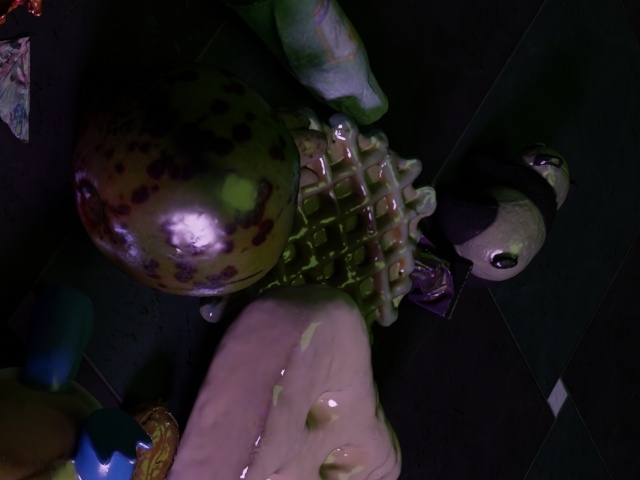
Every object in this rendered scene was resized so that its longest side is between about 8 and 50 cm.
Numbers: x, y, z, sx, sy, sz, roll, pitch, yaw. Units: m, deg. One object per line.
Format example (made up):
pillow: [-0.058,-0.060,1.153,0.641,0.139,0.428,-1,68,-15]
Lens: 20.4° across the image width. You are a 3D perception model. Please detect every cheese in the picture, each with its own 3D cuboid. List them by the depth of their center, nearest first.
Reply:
cheese: [-0.006,0.188,2.031,0.351,0.129,0.328,-5,122,-48]

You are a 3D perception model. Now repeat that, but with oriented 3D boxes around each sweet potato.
sweet potato: [-0.212,0.277,1.909,0.081,0.062,0.233,30,78,-36]

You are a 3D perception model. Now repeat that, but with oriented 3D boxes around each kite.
kite: [-0.318,-0.136,1.703,0.139,0.011,0.157,48,60,-43]

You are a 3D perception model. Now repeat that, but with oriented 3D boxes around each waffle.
waffle: [0.000,0.000,2.065,0.309,0.056,0.292,21,91,-40]

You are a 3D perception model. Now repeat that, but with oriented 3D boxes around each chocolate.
chocolate: [-0.005,-0.225,2.017,0.291,0.110,0.110,47,62,-50]

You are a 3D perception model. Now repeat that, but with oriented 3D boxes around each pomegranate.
pomegranate: [-0.101,-0.056,1.797,0.306,0.242,0.242,8,92,-40]

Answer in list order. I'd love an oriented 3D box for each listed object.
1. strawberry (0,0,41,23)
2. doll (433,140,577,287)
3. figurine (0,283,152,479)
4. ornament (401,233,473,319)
strawberry: [-0.349,-0.225,1.538,0.178,0.234,0.234,46,59,-16]
doll: [0.248,-0.038,2.368,0.234,0.135,0.143,-51,137,-37]
figurine: [-0.300,0.235,1.678,0.298,0.243,0.416,15,82,-10]
ornament: [0.111,0.010,2.239,0.203,0.088,0.081,50,59,-44]
